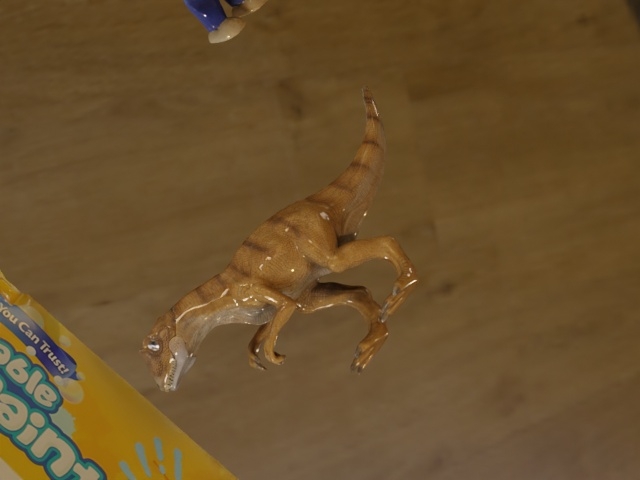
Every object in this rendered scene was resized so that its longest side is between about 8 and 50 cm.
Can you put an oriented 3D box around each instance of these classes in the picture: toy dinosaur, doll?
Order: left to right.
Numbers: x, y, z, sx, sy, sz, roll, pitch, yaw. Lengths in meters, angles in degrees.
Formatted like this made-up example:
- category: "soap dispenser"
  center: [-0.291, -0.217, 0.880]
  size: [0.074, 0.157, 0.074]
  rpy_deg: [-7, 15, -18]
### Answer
- category: "doll"
  center: [-0.119, -0.269, 1.432]
  size: [0.189, 0.046, 0.129]
  rpy_deg: [55, 54, -25]
- category: "toy dinosaur"
  center: [0.000, 0.000, 0.835]
  size: [0.211, 0.112, 0.064]
  rpy_deg: [-44, 162, -24]

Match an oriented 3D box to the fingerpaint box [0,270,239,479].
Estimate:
- category: "fingerpaint box"
  center: [-0.303, 0.133, 0.833]
  size: [0.445, 0.163, 0.371]
  rpy_deg: [43, 38, -10]
